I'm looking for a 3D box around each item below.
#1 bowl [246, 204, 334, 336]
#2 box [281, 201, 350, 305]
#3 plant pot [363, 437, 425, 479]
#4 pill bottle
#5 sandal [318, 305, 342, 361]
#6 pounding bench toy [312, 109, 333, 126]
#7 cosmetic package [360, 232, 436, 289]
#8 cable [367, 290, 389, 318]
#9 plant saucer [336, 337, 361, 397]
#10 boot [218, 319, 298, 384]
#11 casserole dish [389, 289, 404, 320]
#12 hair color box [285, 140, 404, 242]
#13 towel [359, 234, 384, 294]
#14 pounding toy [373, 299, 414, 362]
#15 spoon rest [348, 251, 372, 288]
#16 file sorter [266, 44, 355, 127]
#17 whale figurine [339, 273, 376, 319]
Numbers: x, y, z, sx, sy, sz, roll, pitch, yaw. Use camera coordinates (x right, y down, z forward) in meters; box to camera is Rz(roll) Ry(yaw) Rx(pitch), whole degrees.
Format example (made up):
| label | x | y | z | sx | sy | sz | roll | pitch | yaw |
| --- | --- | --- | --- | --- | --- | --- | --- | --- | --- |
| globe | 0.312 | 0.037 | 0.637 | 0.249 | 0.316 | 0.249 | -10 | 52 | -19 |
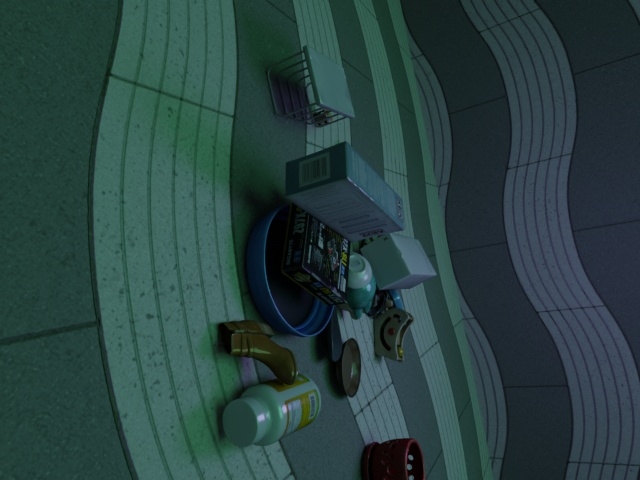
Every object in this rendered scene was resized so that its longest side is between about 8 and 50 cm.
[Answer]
| label | x | y | z | sx | sy | sz | roll | pitch | yaw |
| --- | --- | --- | --- | --- | --- | --- | --- | --- | --- |
| bowl | -0.078 | 0.091 | 1.309 | 0.391 | 0.077 | 0.390 | 31 | 53 | -53 |
| box | 0.000 | 0.000 | 1.327 | 0.257 | 0.080 | 0.321 | 44 | 43 | -48 |
| plant pot | 0.253 | 0.790 | 1.533 | 0.191 | 0.174 | 0.190 | 29 | 55 | -54 |
| pill bottle | -0.115 | 0.407 | 1.058 | 0.246 | 0.137 | 0.136 | 10 | 70 | -59 |
| sandal | 0.026 | 0.281 | 1.462 | 0.097 | 0.055 | 0.254 | 50 | 29 | -52 |
| pounding bench toy | 0.017 | -0.478 | 1.712 | 0.083 | 0.065 | 0.052 | -27 | 103 | -61 |
| cosmetic package | 0.339 | 0.092 | 1.859 | 0.366 | 0.155 | 0.196 | 10 | 53 | -58 |
| cable | 0.224 | 0.221 | 1.820 | 0.150 | 0.047 | 0.184 | 51 | 54 | -22 |
| plant saucer | 0.094 | 0.434 | 1.508 | 0.199 | 0.036 | 0.198 | -4 | 90 | -67 |
| boot | -0.152 | 0.268 | 1.047 | 0.152 | 0.072 | 0.197 | 19 | 19 | -50 |
| casserole dish | 0.341 | 0.275 | 1.970 | 0.114 | 0.037 | 0.188 | -110 | 178 | -54 |
| hair color box | 0.082 | -0.119 | 1.248 | 0.375 | 0.186 | 0.113 | 32 | 51 | -53 |
| towel | 0.252 | 0.053 | 1.964 | 0.237 | 0.037 | 0.328 | 59 | 33 | -30 |
| pounding toy | 0.322 | 0.372 | 1.840 | 0.155 | 0.154 | 0.269 | 32 | 53 | -53 |
| spoon rest | 0.073 | 0.047 | 1.514 | 0.137 | 0.084 | 0.276 | -23 | 70 | -29 |
| file sorter | -0.029 | -0.514 | 1.531 | 0.278 | 0.173 | 0.192 | -11 | 88 | -62 |
| whale figurine | 0.148 | 0.183 | 1.612 | 0.272 | 0.141 | 0.216 | 46 | 37 | -54 |
